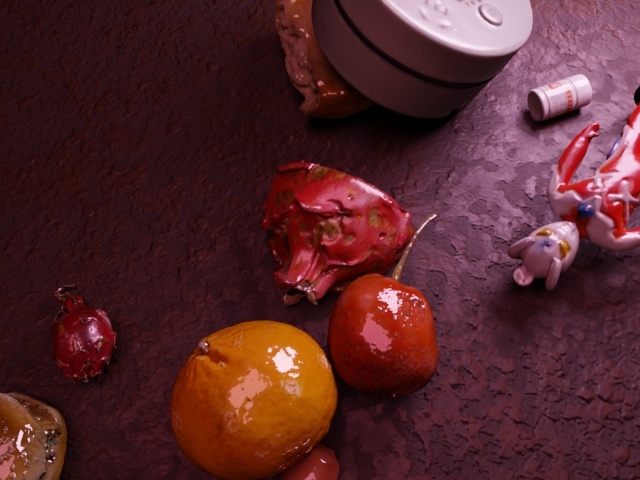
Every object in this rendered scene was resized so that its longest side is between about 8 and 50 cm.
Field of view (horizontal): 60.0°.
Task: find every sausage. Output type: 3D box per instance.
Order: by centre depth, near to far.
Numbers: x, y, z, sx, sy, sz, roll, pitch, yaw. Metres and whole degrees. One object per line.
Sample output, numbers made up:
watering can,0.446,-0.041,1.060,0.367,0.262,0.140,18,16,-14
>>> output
sausage,-0.038,0.360,0.724,0.077,0.077,0.194,20,71,15

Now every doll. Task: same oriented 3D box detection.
doll,0.420,-0.072,0.793,0.384,0.099,0.188,-46,60,4

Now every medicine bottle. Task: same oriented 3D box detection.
medicine bottle,0.404,-0.241,0.939,0.089,0.057,0.057,-19,65,-2

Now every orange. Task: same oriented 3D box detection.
orange,-0.087,0.202,0.723,0.219,0.193,0.219,-11,21,4

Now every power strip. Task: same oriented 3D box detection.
power strip,0.155,-0.388,0.903,0.357,0.161,0.358,10,61,-19

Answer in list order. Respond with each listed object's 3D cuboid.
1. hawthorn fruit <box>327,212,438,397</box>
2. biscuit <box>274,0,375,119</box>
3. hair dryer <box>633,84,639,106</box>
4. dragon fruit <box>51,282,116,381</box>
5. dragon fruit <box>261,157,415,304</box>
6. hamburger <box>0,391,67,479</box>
hawthorn fruit,0.104,0.075,0.777,0.165,0.165,0.286,15,76,13
biscuit,0.035,-0.343,1.008,0.213,0.091,0.274,-7,64,-9
hair dryer,0.679,-0.169,0.856,0.302,0.116,0.245,-12,68,-6
dragon fruit,-0.377,0.129,0.864,0.094,0.094,0.191,-28,54,-5
dragon fruit,0.000,0.000,0.845,0.261,0.134,0.212,17,73,14
hamburger,-0.476,0.305,0.778,0.215,0.122,0.190,21,73,18
